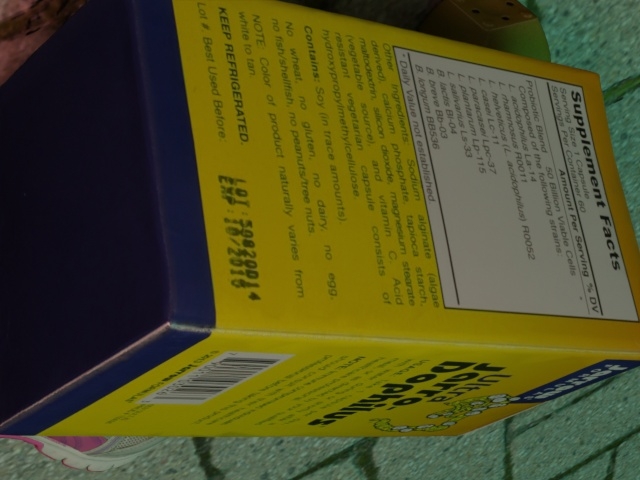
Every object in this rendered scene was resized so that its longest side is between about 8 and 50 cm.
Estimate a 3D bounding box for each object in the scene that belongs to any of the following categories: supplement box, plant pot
[{"bbox_3d":[0.000,0.000,0.860,0.357,0.194,0.195,7,155,-37],"label":"supplement box"},{"bbox_3d":[0.113,-0.130,1.026,0.081,0.081,0.083,-16,135,-28],"label":"plant pot"}]

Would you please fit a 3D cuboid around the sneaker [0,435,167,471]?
[{"bbox_3d":[-0.168,0.088,0.987,0.111,0.103,0.252,-35,152,31],"label":"sneaker"}]
